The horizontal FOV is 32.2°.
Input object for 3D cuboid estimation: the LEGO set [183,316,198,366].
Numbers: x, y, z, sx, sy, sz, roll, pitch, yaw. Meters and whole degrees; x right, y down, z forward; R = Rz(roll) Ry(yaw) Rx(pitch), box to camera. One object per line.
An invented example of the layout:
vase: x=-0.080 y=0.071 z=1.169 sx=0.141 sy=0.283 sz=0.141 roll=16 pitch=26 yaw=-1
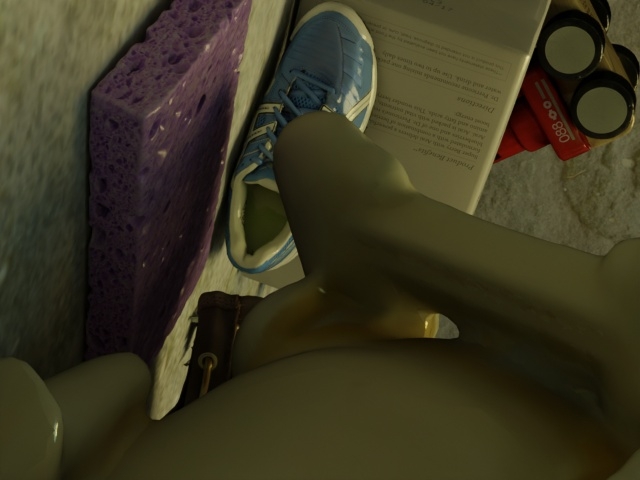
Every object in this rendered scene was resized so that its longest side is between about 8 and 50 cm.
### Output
LEGO set: x=-0.087 y=0.074 z=0.869 sx=0.083 sy=0.023 sz=0.054 roll=9 pitch=101 yaw=-84

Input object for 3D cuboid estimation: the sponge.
sponge: x=-0.081 y=-0.022 z=0.567 sx=0.210 sy=0.031 sz=0.117 roll=105 pitch=8 yaw=-46

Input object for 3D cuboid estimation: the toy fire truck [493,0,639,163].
toy fire truck: x=0.153 y=-0.169 z=1.056 sx=0.246 sy=0.217 sz=0.158 roll=-25 pitch=-163 yaw=27

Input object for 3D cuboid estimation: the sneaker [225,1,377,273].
sneaker: x=-0.014 y=-0.067 z=0.801 sx=0.081 sy=0.080 sz=0.211 roll=-57 pitch=165 yaw=-75

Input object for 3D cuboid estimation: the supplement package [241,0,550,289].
supplement package: x=0.062 y=-0.095 z=0.943 sx=0.175 sy=0.177 sz=0.293 roll=-62 pitch=171 yaw=-52

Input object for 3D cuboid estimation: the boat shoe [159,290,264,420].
boat shoe: x=-0.085 y=0.157 z=0.771 sx=0.116 sy=0.097 sz=0.324 roll=-84 pitch=-163 yaw=-49

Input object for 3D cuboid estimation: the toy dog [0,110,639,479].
toy dog: x=-0.032 y=0.190 z=0.498 sx=0.408 sy=0.284 sz=0.395 roll=-41 pitch=144 yaw=-30
